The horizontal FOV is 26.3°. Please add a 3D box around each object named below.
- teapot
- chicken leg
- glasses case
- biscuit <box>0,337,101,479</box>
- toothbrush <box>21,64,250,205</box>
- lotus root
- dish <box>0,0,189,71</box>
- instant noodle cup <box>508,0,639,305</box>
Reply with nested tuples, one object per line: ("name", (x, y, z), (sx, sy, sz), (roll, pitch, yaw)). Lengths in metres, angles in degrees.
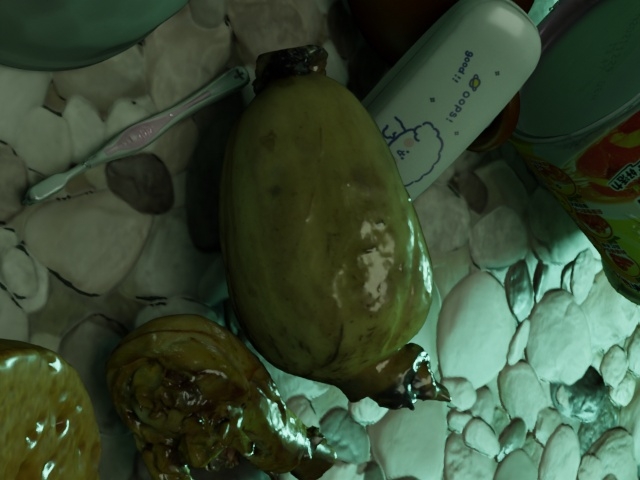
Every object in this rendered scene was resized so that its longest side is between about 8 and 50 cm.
("teapot", (0.109, -0.190, 1.036), (0.178, 0.135, 0.252), (-22, 105, -38))
("chicken leg", (-0.057, 0.124, 0.916), (0.207, 0.085, 0.101), (41, 29, -44))
("glasses case", (0.077, -0.094, 0.995), (0.076, 0.049, 0.197), (35, 110, -25))
("biscuit", (-0.209, 0.270, 0.681), (0.350, 0.078, 0.456), (67, 33, -62))
("toothbrush", (-0.114, -0.071, 0.899), (0.204, 0.022, 0.017), (-36, 99, -38))
("lotus root", (0.000, 0.000, 0.927), (0.140, 0.154, 0.257), (-16, 87, -2))
("dish", (-0.144, -0.240, 0.801), (0.303, 0.120, 0.303), (-1, 91, -45))
("instant noodle cup", (0.285, -0.098, 1.139), (0.200, 0.264, 0.264), (40, 64, -28))
